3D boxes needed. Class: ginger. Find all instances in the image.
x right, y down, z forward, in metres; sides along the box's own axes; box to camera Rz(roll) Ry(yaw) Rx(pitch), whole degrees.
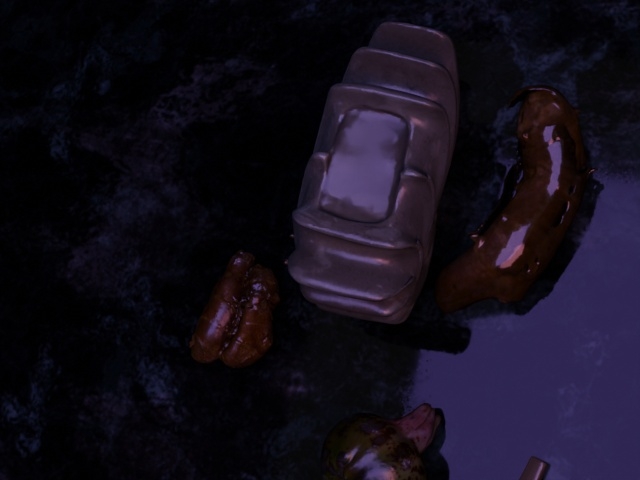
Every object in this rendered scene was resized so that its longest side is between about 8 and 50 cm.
[{"bbox_3d":[-0.105,0.095,1.589,0.103,0.073,0.162,18,82,21],"label":"ginger"},{"bbox_3d":[0.250,-0.037,1.486,0.133,0.107,0.309,22,89,8],"label":"ginger"}]

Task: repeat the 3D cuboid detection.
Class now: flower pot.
[{"bbox_3d":[0.078,-0.087,1.471,0.165,0.254,0.367,13,82,15],"label":"flower pot"}]

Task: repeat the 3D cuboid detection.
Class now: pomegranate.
[{"bbox_3d":[0.076,0.260,1.462,0.138,0.125,0.163,36,90,35],"label":"pomegranate"}]

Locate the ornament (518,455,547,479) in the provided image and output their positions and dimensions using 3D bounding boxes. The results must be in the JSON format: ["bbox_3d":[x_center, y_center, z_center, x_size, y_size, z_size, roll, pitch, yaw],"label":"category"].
[{"bbox_3d":[0.231,0.376,1.405,0.230,0.061,0.245,25,83,39],"label":"ornament"}]

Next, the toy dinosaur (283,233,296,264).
[{"bbox_3d":[-0.003,-0.003,1.605,0.113,0.026,0.041,-30,69,-4],"label":"toy dinosaur"}]
